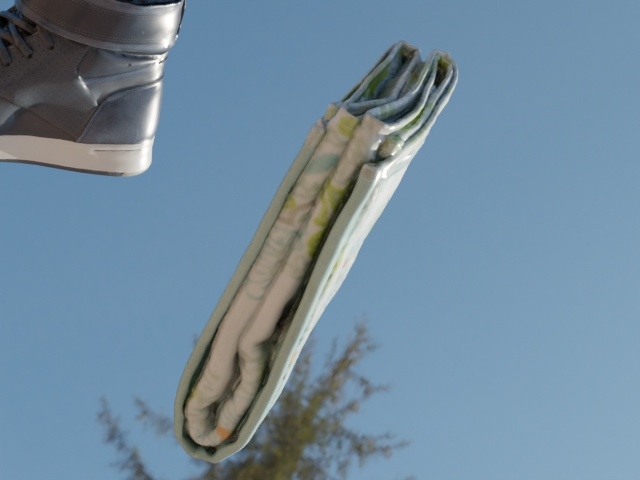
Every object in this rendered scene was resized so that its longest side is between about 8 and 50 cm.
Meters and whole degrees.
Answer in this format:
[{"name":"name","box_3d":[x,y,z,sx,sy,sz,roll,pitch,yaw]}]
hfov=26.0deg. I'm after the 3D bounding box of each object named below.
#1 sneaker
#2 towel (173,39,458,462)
[{"name":"sneaker","box_3d":[-0.182,-0.124,0.778,0.086,0.226,0.163,49,-52,43]},{"name":"towel","box_3d":[0.000,0.000,1.329,0.090,0.320,0.374,31,-64,4]}]
